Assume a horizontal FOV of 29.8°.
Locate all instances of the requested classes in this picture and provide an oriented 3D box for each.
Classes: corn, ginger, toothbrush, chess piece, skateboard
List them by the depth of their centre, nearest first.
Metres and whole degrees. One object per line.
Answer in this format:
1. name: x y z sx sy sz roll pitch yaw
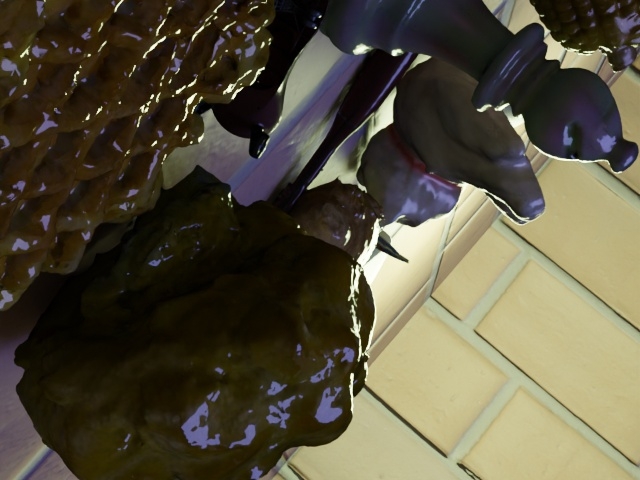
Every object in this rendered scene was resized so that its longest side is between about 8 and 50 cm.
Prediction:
1. skateboard: -0.031 -0.139 0.869 0.151 0.067 0.080 -59 176 21
2. corn: 0.184 -0.246 0.917 0.097 0.261 0.097 -25 -158 11
3. chess piece: 0.130 -0.142 0.921 0.139 0.272 0.139 -46 168 -13
4. toothbrush: 0.061 -0.165 1.179 0.364 0.041 0.041 -53 168 18
5. ginger: 0.000 0.000 1.307 0.157 0.102 0.216 -46 170 12

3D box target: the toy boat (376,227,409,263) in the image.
1. toy boat: 0.068 -0.001 1.544 0.091 0.110 0.175 -55 170 22

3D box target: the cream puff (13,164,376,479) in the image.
1. cream puff: -0.096 0.050 0.862 0.282 0.282 0.185 -40 132 -43

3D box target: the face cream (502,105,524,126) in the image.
1. face cream: 0.249 -0.203 1.650 0.091 0.091 0.095 -50 161 0

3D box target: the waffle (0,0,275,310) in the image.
1. waffle: -0.116 -0.094 0.654 0.302 0.068 0.325 -47 170 -15

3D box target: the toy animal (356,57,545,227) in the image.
1. toy animal: 0.132 -0.083 1.325 0.188 0.307 0.266 -15 132 3

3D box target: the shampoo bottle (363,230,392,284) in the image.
1. shampoo bottle: -0.006 0.070 1.581 0.153 0.071 0.284 -57 169 22
